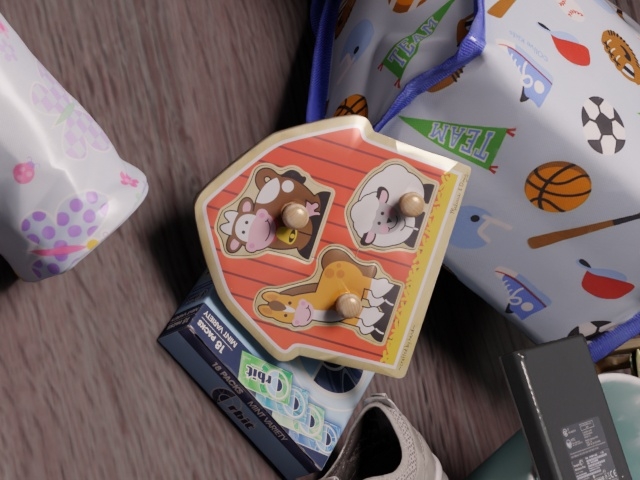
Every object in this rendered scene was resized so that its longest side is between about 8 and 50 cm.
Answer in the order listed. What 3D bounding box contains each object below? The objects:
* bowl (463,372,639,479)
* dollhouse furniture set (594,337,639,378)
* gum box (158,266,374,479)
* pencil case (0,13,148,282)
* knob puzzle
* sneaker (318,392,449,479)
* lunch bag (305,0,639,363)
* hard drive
[{"bbox_3d":[0.209,0.277,1.525,0.311,0.163,0.311,20,59,-39],"label":"bowl"},{"bbox_3d":[0.287,0.137,1.752,0.161,0.101,0.182,43,40,-60],"label":"dollhouse furniture set"},{"bbox_3d":[-0.025,0.067,1.464,0.157,0.041,0.184,49,44,-18],"label":"gum box"},{"bbox_3d":[-0.236,-0.099,1.263,0.273,0.113,0.124,51,16,-17],"label":"pencil case"},{"bbox_3d":[0.000,0.000,1.385,0.213,0.030,0.213,-2,102,-12],"label":"knob puzzle"},{"bbox_3d":[0.014,0.229,1.376,0.281,0.105,0.115,-68,141,-52],"label":"sneaker"},{"bbox_3d":[0.164,-0.133,1.599,0.328,0.239,0.385,38,35,-27],"label":"lunch bag"},{"bbox_3d":[0.189,0.142,1.424,0.094,0.022,0.135,-10,80,-48],"label":"hard drive"}]
